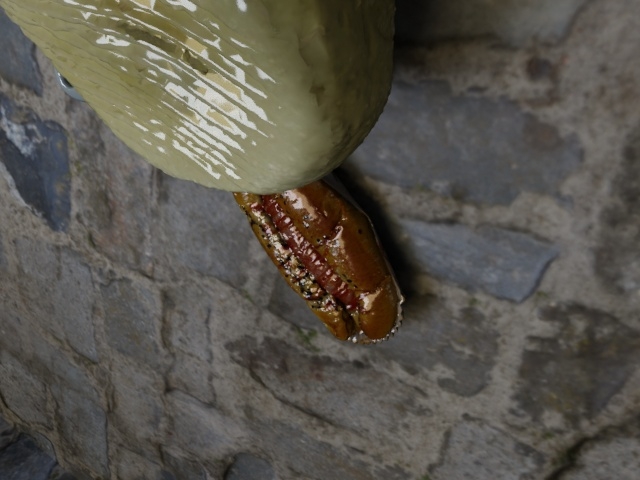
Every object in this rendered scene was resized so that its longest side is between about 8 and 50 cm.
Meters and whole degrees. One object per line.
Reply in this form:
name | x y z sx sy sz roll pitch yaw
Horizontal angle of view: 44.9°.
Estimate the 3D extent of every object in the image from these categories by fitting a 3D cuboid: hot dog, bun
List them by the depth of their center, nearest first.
bun | -0.086 -0.208 0.589 0.349 0.227 0.352 31 156 14
hot dog | 0.000 0.000 0.833 0.144 0.075 0.268 -21 107 51

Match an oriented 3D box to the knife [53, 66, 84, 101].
knife | -0.159 -0.181 0.840 0.331 0.044 0.080 10 124 27
